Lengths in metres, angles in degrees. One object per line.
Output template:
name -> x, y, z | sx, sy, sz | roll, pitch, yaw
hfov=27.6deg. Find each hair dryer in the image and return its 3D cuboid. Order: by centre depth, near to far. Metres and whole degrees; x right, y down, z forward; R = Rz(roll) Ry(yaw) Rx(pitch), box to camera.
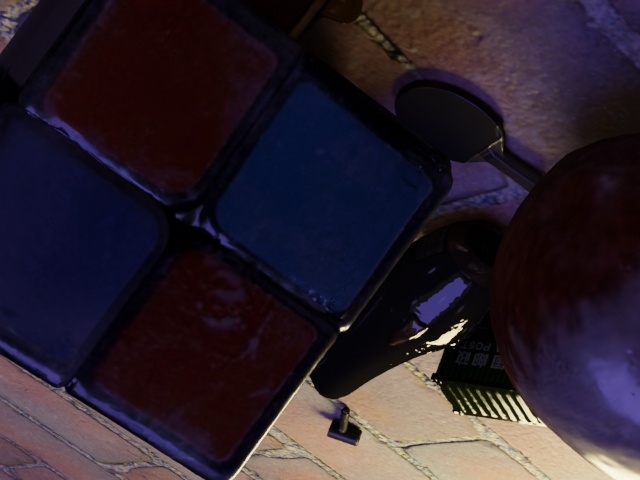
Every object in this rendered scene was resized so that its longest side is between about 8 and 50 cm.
hair dryer -> 0.000, 0.000, 1.361 | 0.359, 0.120, 0.304 | 43, 135, -8
hair dryer -> 0.036, 0.259, 1.848 | 0.047, 0.026, 0.083 | 17, 143, 9

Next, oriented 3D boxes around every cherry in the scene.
cherry -> 0.303, 0.069, 1.075 | 0.326, 0.291, 0.335 | 22, 161, 20

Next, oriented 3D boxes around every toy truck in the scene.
toy truck -> 0.259, 0.128, 1.356 | 0.259, 0.121, 0.088 | 3, 146, 33

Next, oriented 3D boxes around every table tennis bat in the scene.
table tennis bat -> 0.137, -0.092, 1.191 | 0.158, 0.014, 0.095 | 33, 149, -13

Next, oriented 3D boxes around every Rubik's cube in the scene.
Rubik's cube -> -0.138, -0.041, 1.075 | 0.318, 0.313, 0.316 | 36, 179, -21

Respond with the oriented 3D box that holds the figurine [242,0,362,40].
figurine -> -0.027, -0.230, 1.037 | 0.154, 0.082, 0.098 | 31, 131, -13
